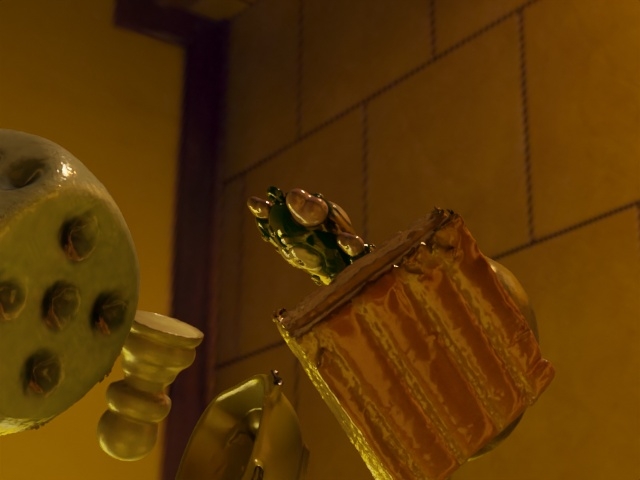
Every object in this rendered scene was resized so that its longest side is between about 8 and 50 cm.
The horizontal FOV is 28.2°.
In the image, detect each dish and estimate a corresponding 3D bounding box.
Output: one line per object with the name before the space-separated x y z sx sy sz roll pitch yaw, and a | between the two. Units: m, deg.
dish | -0.090 0.296 1.642 0.262 0.108 0.221 -41 31 47

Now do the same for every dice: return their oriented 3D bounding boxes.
dice | -0.389 0.042 1.461 0.268 0.265 0.262 14 132 37

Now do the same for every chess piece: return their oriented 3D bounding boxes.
chess piece | -0.306 0.259 2.190 0.144 0.144 0.251 25 99 56

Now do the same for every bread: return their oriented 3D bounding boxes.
bread | 0.107 0.118 1.406 0.239 0.246 0.111 -38 14 -14

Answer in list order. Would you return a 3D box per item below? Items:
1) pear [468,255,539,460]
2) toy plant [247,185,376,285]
pear | 0.155 0.141 1.668 0.269 0.269 0.321 -46 33 36
toy plant | -0.004 -0.001 1.976 0.112 0.243 0.232 -53 7 -19
